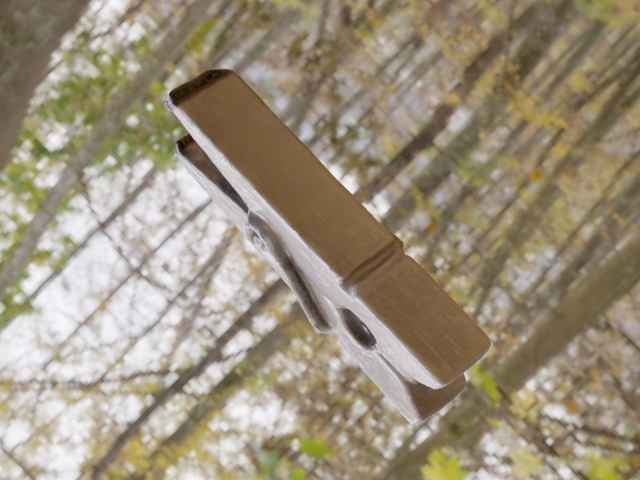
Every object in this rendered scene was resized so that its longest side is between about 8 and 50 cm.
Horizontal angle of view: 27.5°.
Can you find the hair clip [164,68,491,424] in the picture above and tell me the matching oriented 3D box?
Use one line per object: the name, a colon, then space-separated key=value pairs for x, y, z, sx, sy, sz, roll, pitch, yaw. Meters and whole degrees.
hair clip: x=-0.003 y=0.002 z=1.068 sx=0.331 sy=0.085 sz=0.101 roll=49 pitch=149 yaw=18
